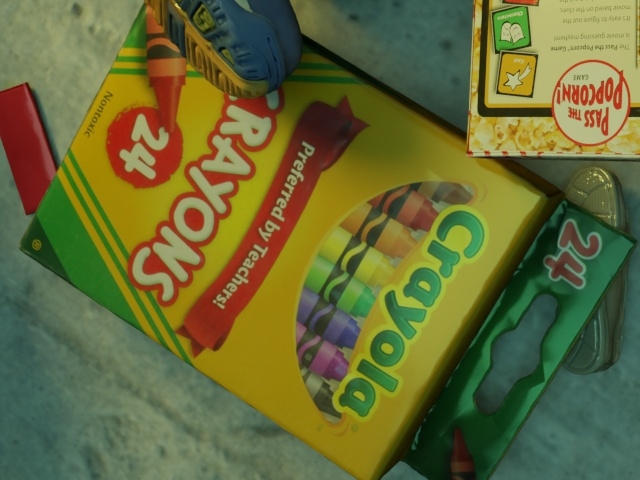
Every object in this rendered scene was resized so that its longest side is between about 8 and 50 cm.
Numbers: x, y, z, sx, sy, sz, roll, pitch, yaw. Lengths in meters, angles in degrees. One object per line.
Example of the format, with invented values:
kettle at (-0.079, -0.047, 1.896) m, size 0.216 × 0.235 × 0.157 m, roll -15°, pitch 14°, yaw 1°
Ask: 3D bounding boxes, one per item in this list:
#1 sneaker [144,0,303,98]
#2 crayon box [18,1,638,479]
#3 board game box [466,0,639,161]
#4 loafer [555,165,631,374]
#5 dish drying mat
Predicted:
sneaker at (-0.060, -0.219, 0.776) m, size 0.131 × 0.112 × 0.296 m, roll -20°, pitch 71°, yaw -18°
crayon box at (0.000, 0.000, 0.828) m, size 0.319 × 0.081 × 0.202 m, roll 32°, pitch 102°, yaw 13°
board game box at (0.149, -0.136, 0.698) m, size 0.147 × 0.045 × 0.193 m, roll 5°, pitch 93°, yaw 38°
loafer at (0.167, 0.018, 0.841) m, size 0.045 × 0.039 × 0.125 m, roll 6°, pitch 92°, yaw 42°
dish drying mat at (-0.194, -0.061, 0.917) m, size 0.032 × 0.008 × 0.083 m, roll -17°, pitch 94°, yaw 14°
